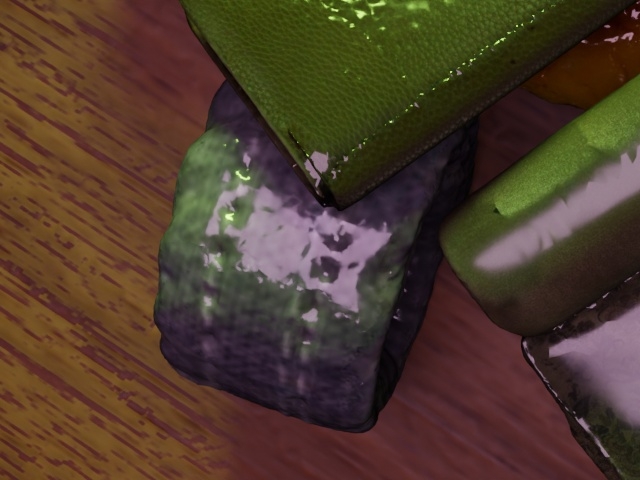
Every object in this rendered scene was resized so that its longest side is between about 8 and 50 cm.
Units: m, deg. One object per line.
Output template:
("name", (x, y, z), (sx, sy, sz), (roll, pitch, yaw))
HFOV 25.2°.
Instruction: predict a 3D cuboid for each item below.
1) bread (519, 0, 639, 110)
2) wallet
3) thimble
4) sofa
("bread", (0.033, -0.144, 0.599), (0.271, 0.077, 0.139), (23, 106, 9))
("wallet", (0.053, -0.107, 0.519), (0.198, 0.031, 0.110), (-35, 76, -4))
("thimble", (0.000, 0.000, 0.588), (0.097, 0.150, 0.150), (18, 102, 11))
("sofa", (0.180, 0.051, 0.527), (0.200, 0.182, 0.258), (-34, 87, 18))
